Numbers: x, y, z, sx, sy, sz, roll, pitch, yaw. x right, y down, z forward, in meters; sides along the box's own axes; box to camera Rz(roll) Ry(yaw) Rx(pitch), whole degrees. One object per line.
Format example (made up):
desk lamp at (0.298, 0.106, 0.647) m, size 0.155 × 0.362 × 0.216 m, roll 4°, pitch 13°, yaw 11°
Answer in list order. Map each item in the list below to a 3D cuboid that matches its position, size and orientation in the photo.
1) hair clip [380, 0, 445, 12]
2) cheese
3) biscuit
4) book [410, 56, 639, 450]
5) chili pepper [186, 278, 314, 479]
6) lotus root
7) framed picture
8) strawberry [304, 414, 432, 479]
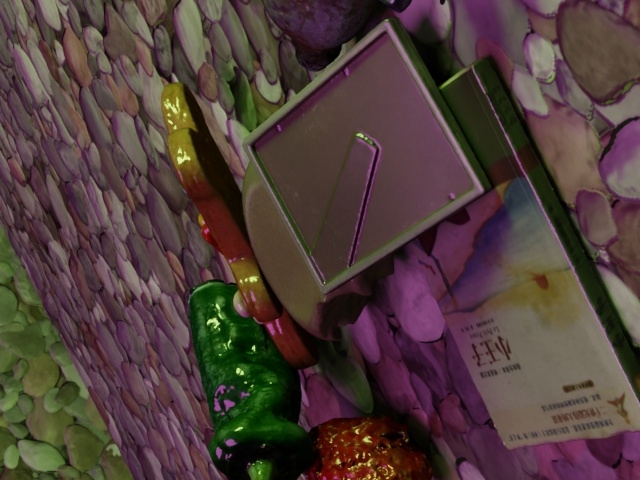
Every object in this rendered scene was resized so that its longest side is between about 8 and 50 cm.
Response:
hair clip at (0.071, -0.244, 0.831) m, size 0.146 × 0.056 × 0.187 m, roll 42°, pitch 139°, yaw 44°
cheese at (0.000, 0.000, 1.154) m, size 0.175 × 0.091 × 0.202 m, roll 44°, pitch 151°, yaw 38°
biscuit at (-0.083, 0.006, 1.275) m, size 0.324 × 0.049 × 0.205 m, roll 60°, pitch -173°, yaw -32°
book at (0.138, 0.020, 0.966) m, size 0.289 × 0.026 × 0.201 m, roll 64°, pitch 154°, yaw 2°
chili pepper at (-0.071, 0.165, 1.309) m, size 0.136 × 0.099 × 0.270 m, roll 57°, pitch -172°, yaw -35°
lotus root at (-0.004, -0.209, 0.961) m, size 0.113 × 0.088 × 0.192 m, roll 41°, pitch 148°, yaw 30°
framed picture at (0.029, -0.060, 0.983) m, size 0.203 × 0.015 × 0.150 m, roll -36°, pitch 80°, yaw 45°
strawberry at (0.032, 0.218, 1.264) m, size 0.188 × 0.121 × 0.082 m, roll 23°, pitch 128°, yaw 60°
